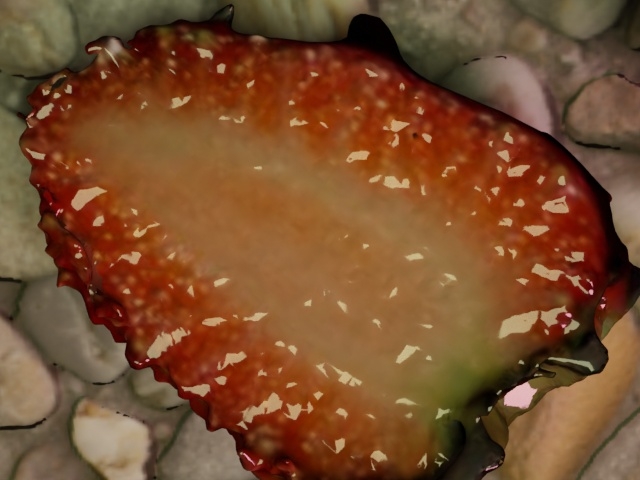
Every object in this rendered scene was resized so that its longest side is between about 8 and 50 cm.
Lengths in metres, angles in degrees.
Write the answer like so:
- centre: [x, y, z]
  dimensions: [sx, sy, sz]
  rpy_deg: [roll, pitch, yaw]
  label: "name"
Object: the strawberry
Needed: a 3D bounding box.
- centre: [0.000, 0.000, 0.808]
  dimensions: [0.306, 0.138, 0.233]
  rpy_deg: [39, 81, 8]
  label: "strawberry"
